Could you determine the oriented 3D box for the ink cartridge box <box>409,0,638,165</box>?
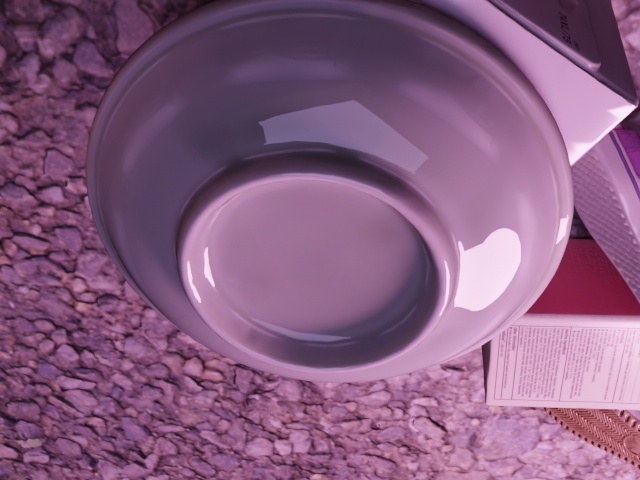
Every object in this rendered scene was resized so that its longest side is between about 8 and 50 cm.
[{"bbox_3d":[0.098,-0.130,0.867,0.197,0.198,0.270,30,127,-18],"label":"ink cartridge box"}]

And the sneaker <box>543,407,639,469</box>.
[{"bbox_3d":[0.388,0.184,1.195,0.282,0.153,0.099,32,137,18],"label":"sneaker"}]

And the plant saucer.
[{"bbox_3d":[0.000,0.000,0.796,0.400,0.101,0.401,4,131,4],"label":"plant saucer"}]

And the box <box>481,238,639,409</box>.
[{"bbox_3d":[0.294,0.090,1.088,0.232,0.127,0.149,1,131,5],"label":"box"}]

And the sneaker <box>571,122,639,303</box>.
[{"bbox_3d":[0.349,-0.038,0.971,0.161,0.102,0.282,-31,90,-9],"label":"sneaker"}]
